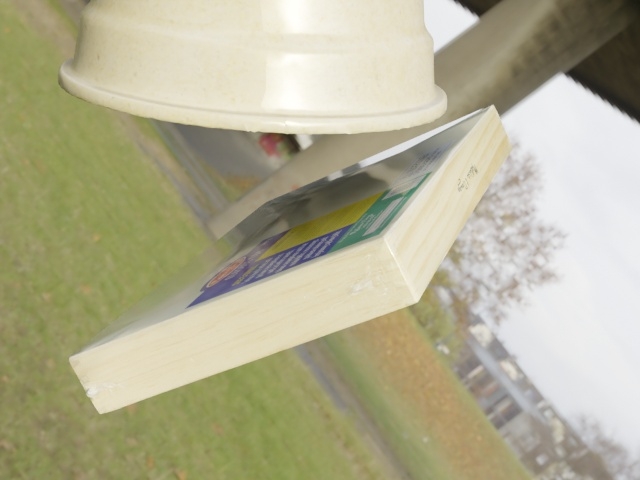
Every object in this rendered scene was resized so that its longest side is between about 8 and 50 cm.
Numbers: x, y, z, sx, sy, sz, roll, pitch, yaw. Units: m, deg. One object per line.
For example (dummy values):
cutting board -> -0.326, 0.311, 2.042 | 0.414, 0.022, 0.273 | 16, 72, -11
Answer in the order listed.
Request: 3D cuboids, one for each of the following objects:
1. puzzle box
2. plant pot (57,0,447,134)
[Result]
puzzle box -> 0.000, 0.000, 0.910 | 0.052, 0.272, 0.409 | 64, 25, -10
plant pot -> -0.045, -0.274, 0.890 | 0.334, 0.334, 0.305 | -130, -138, -65
